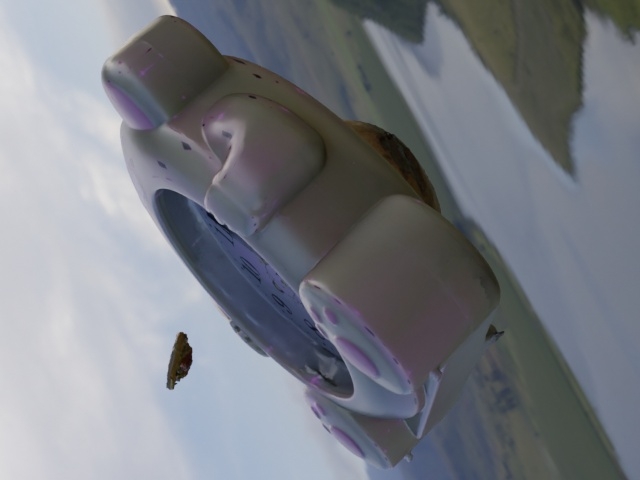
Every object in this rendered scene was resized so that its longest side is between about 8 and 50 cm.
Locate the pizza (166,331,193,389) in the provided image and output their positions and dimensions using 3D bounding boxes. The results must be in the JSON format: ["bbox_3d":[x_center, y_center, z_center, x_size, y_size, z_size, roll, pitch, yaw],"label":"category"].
[{"bbox_3d":[-0.188,0.163,1.536,0.078,0.025,0.083,-20,-58,-74],"label":"pizza"}]

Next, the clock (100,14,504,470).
[{"bbox_3d":[-0.022,0.004,0.778,0.309,0.114,0.284,42,163,17],"label":"clock"}]

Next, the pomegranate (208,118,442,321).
[{"bbox_3d":[0.000,0.000,1.374,0.322,0.322,0.322,61,-175,-9],"label":"pomegranate"}]
